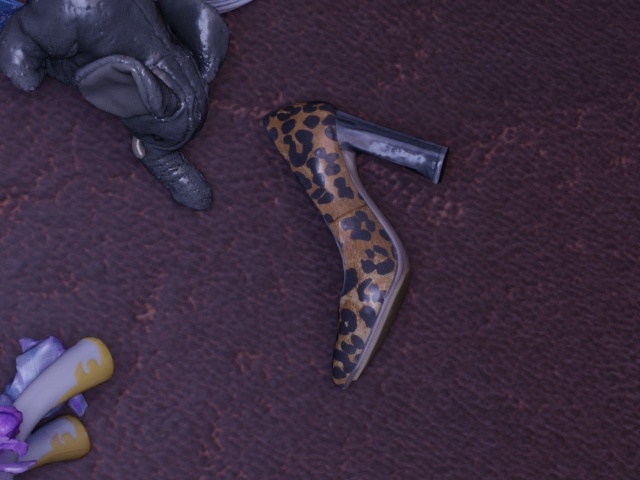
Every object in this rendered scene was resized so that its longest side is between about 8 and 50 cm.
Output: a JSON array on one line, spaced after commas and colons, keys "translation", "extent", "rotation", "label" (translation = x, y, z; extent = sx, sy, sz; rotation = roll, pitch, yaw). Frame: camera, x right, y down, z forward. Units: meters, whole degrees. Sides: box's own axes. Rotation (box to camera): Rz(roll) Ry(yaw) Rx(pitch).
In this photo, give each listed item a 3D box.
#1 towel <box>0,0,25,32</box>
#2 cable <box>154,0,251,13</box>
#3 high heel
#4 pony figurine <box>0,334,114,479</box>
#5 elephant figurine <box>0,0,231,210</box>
[{"translation": [-0.341, -0.218, 1.591], "extent": [0.119, 0.029, 0.067], "rotation": [27, 76, -11], "label": "towel"}, {"translation": [-0.127, -0.349, 1.644], "extent": [0.257, 0.089, 0.257], "rotation": [-7, 84, -18], "label": "cable"}, {"translation": [0.000, 0.000, 1.651], "extent": [0.186, 0.093, 0.261], "rotation": [18, 89, 9], "label": "high heel"}, {"translation": [-0.290, 0.228, 1.394], "extent": [0.363, 0.303, 0.351], "rotation": [-39, 105, -50], "label": "pony figurine"}, {"translation": [-0.163, -0.160, 1.557], "extent": [0.239, 0.186, 0.169], "rotation": [35, 88, 1], "label": "elephant figurine"}]
